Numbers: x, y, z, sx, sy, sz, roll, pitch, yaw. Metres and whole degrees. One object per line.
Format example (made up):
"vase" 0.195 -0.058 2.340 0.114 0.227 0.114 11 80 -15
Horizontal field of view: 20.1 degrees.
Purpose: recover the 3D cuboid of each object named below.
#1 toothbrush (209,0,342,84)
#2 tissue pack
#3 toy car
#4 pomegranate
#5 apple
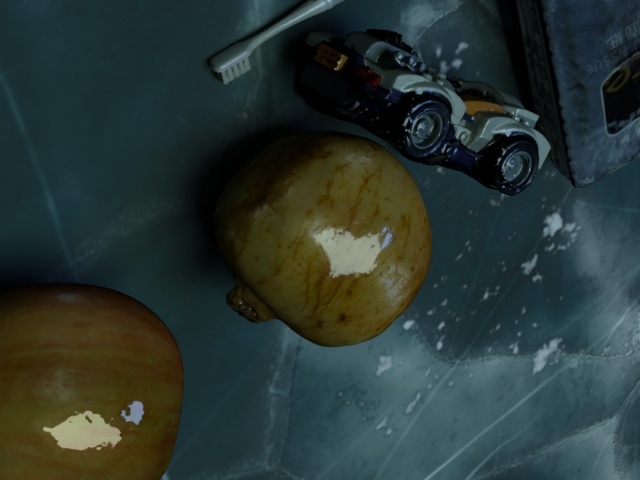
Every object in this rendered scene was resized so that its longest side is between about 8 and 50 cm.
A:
"toothbrush" 0.024 -0.261 1.910 0.342 0.025 0.030 -35 138 -20
"tissue pack" 0.351 -0.255 2.079 0.259 0.122 0.361 -27 137 -10
"toy car" 0.108 -0.142 1.930 0.301 0.193 0.118 23 97 -43
"pomegranate" 0.000 0.000 1.901 0.248 0.248 0.248 -20 125 -31
"apple" -0.267 0.159 1.775 0.241 0.242 0.242 11 106 -30
